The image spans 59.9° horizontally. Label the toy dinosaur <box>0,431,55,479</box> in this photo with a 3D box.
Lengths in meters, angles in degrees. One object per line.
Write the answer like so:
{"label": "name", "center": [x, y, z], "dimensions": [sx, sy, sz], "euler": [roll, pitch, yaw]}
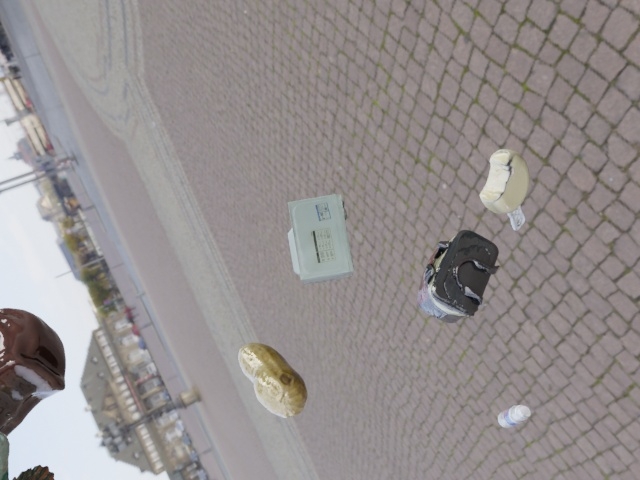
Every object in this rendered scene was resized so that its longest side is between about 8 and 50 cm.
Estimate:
{"label": "toy dinosaur", "center": [-0.270, 0.252, 0.490], "dimensions": [0.044, 0.106, 0.187], "euler": [-9, 128, 29]}

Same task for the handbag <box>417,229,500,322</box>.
{"label": "handbag", "center": [0.388, 0.099, 1.593], "dimensions": [0.181, 0.255, 0.181], "euler": [28, 160, 3]}

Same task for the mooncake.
{"label": "mooncake", "center": [-0.731, 0.318, 1.202], "dimensions": [0.334, 0.325, 0.174], "euler": [-116, 3, -46]}

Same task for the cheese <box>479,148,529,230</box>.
{"label": "cheese", "center": [0.523, -0.136, 1.508], "dimensions": [0.248, 0.164, 0.070], "euler": [27, 180, -42]}

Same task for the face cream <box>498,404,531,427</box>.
{"label": "face cream", "center": [0.383, 0.345, 1.092], "dimensions": [0.034, 0.034, 0.130], "euler": [57, 167, 21]}

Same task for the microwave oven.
{"label": "microwave oven", "center": [0.000, 0.000, 1.457], "dimensions": [0.122, 0.162, 0.208], "euler": [81, 180, -79]}

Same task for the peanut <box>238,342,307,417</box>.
{"label": "peanut", "center": [-0.125, 0.335, 1.369], "dimensions": [0.236, 0.120, 0.110], "euler": [40, 140, 35]}
